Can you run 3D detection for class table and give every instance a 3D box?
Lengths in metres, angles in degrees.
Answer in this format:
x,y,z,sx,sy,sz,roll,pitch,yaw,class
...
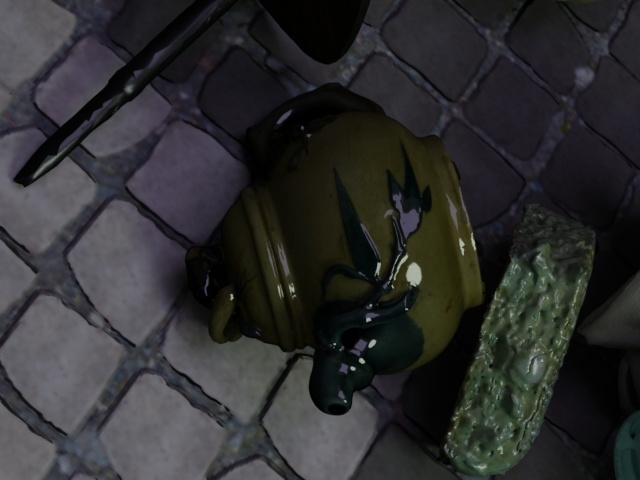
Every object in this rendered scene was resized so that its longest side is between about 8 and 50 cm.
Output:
x,y,z,sx,sy,sz,roll,pitch,yaw,class
-0.154,-0.228,0.961,0.249,0.317,0.317,-31,87,-21,table

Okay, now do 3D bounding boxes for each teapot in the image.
x,y,z,sx,sy,sz,roll,pitch,yaw,class
0.000,0.000,0.986,0.182,0.173,0.269,-16,50,-3,teapot

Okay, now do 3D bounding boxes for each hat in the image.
x,y,z,sx,sy,sz,roll,pitch,yaw,class
0.291,0.030,1.109,0.226,0.164,0.219,43,52,-27,hat

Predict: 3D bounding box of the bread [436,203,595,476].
x,y,z,sx,sy,sz,roll,pitch,yaw,class
0.144,0.050,1.030,0.064,0.172,0.232,17,56,7,bread

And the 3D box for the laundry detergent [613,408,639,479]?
x,y,z,sx,sy,sz,roll,pitch,yaw,class
0.408,0.145,1.024,0.305,0.287,0.287,-35,90,-19,laundry detergent

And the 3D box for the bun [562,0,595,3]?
x,y,z,sx,sy,sz,roll,pitch,yaw,class
0.181,-0.310,1.211,0.259,0.160,0.259,24,53,-38,bun
